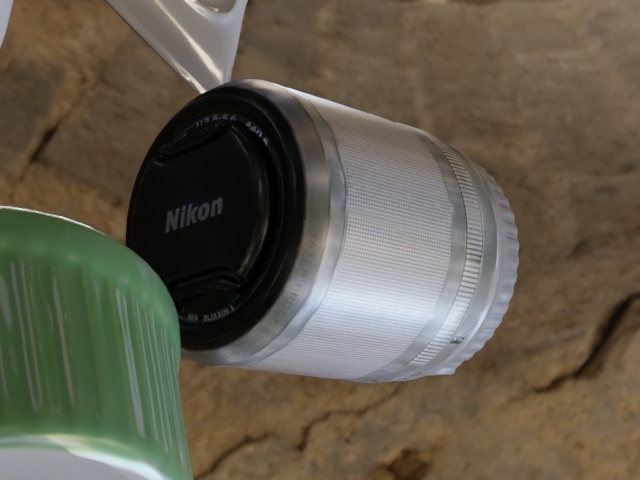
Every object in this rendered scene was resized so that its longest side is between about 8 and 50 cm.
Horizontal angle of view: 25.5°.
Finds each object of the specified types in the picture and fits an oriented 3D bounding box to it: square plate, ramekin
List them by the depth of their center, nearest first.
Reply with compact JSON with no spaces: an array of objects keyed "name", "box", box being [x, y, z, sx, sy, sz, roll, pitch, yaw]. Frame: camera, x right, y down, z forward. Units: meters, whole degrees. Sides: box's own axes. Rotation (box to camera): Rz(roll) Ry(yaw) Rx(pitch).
[{"name":"ramekin","box":[-0.219,0.134,0.834,0.303,0.303,0.148,16,-140,-37]},{"name":"square plate","box":[-0.166,-0.337,1.309,0.347,0.049,0.344,46,-150,-27]}]

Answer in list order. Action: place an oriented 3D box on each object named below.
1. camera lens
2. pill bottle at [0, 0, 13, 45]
[{"name":"camera lens","box":[0.000,0.000,1.134,0.274,0.219,0.219,12,-147,-45]},{"name":"pill bottle","box":[-0.355,-0.181,0.627,0.408,0.229,0.229,3,-153,0]}]
